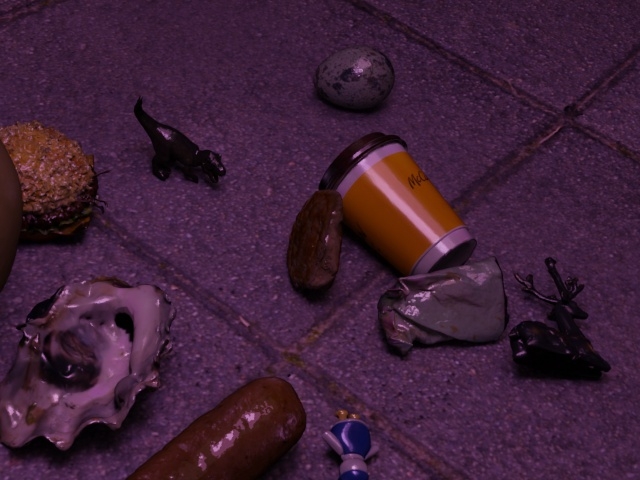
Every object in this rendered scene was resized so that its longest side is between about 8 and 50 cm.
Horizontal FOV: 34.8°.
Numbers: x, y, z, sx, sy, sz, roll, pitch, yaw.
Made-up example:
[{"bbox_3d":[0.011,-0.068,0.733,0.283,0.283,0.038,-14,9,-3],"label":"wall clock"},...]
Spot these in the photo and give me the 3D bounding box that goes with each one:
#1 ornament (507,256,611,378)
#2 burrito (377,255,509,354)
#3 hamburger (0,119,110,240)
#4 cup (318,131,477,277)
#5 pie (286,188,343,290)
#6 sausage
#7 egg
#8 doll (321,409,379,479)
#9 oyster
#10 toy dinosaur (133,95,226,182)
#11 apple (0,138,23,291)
[{"bbox_3d":[0.385,0.121,1.762,0.202,0.080,0.236,16,45,-25],"label":"ornament"},{"bbox_3d":[0.205,0.110,1.727,0.229,0.089,0.143,-7,91,-21],"label":"burrito"},{"bbox_3d":[-0.489,-0.105,1.745,0.262,0.138,0.243,0,44,-14],"label":"hamburger"},{"bbox_3d":[0.139,-0.052,1.829,0.196,0.196,0.279,-26,63,-35],"label":"cup"},{"bbox_3d":[0.000,0.000,1.753,0.079,0.163,0.193,12,55,-16],"label":"pie"},{"bbox_3d":[-0.201,0.347,1.357,0.501,0.136,0.123,-36,98,-38],"label":"sausage"},{"bbox_3d":[0.070,-0.341,2.141,0.172,0.132,0.132,-4,45,-5],"label":"egg"},{"bbox_3d":[0.047,0.315,1.509,0.099,0.057,0.142,20,40,-25],"label":"doll"},{"bbox_3d":[-0.336,0.168,1.529,0.238,0.114,0.351,6,38,4],"label":"oyster"},{"bbox_3d":[-0.250,-0.192,1.868,0.187,0.178,0.087,16,44,-1],"label":"toy dinosaur"},{"bbox_3d":[-0.642,-0.043,1.423,0.474,0.473,0.473,7,43,-7],"label":"apple"}]
